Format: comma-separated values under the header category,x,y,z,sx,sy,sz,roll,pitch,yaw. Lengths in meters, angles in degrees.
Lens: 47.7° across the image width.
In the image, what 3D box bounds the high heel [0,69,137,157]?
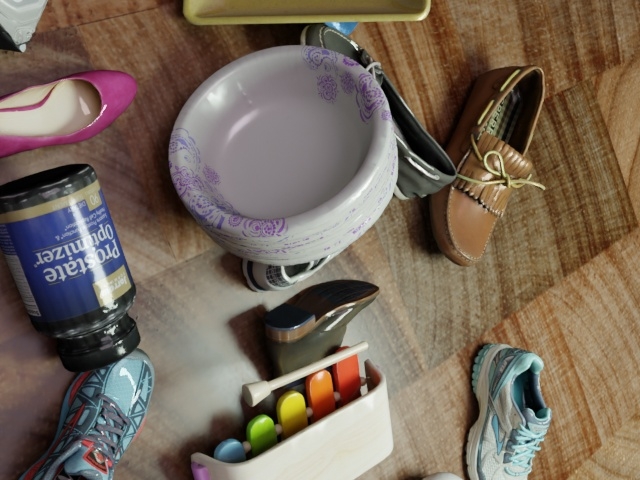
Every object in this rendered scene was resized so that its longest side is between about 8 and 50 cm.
category,x,y,z,sx,sy,sz,roll,pitch,yaw
high heel,-0.309,-0.156,0.841,0.244,0.117,0.082,-24,98,-33

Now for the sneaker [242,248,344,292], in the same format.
category,x,y,z,sx,sy,sz,roll,pitch,yaw
sneaker,0.000,0.000,1.042,0.235,0.095,0.090,-40,105,-32

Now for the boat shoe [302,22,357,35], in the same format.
category,x,y,z,sx,sy,sz,roll,pitch,yaw
boat shoe,0.043,-0.424,1.115,0.109,0.089,0.258,49,65,-35

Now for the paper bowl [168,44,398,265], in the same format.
category,x,y,z,sx,sy,sz,roll,pitch,yaw
paper bowl,-0.040,-0.101,0.943,0.148,0.284,0.284,64,46,-61

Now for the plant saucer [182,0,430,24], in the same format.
category,x,y,z,sx,sy,sz,roll,pitch,yaw
plant saucer,-0.018,-0.451,1.018,0.333,0.081,0.332,0,84,2

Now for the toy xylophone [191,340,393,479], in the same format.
category,x,y,z,sx,sy,sz,roll,pitch,yaw
toy xylophone,-0.018,0.254,0.977,0.323,0.081,0.236,-13,110,-35

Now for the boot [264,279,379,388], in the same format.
category,x,y,z,sx,sy,sz,roll,pitch,yaw
boot,0.003,0.131,1.057,0.219,0.082,0.106,-19,120,-41

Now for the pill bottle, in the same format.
category,x,y,z,sx,sy,sz,roll,pitch,yaw
pill bottle,-0.284,0.033,0.824,0.123,0.123,0.219,-27,112,-32

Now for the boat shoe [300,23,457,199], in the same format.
category,x,y,z,sx,sy,sz,roll,pitch,yaw
boat shoe,0.097,-0.199,1.088,0.335,0.095,0.112,51,41,-32

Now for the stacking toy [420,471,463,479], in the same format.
category,x,y,z,sx,sy,sz,roll,pitch,yaw
stacking toy,0.149,0.553,0.994,0.350,0.350,0.480,41,48,-23

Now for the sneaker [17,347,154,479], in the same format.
category,x,y,z,sx,sy,sz,roll,pitch,yaw
sneaker,-0.257,0.245,0.825,0.104,0.125,0.262,37,66,-25

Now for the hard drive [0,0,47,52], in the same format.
category,x,y,z,sx,sy,sz,roll,pitch,yaw
hard drive,-0.341,-0.413,0.789,0.064,0.237,0.339,11,72,9

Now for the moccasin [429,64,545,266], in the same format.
category,x,y,z,sx,sy,sz,roll,pitch,yaw
moccasin,0.293,-0.132,1.216,0.139,0.147,0.380,38,66,-24

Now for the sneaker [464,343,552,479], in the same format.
category,x,y,z,sx,sy,sz,roll,pitch,yaw
sneaker,0.316,0.314,1.195,0.110,0.122,0.283,3,83,-33
